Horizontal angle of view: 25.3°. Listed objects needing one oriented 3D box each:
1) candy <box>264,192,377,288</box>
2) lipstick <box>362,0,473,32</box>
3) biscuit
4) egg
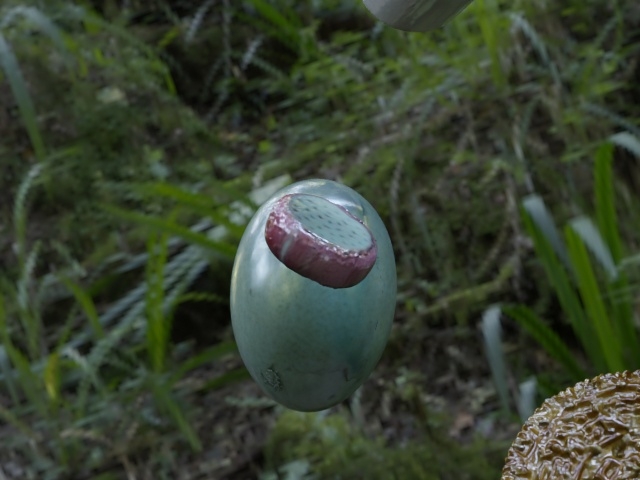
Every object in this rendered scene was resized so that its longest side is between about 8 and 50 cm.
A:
[{"bbox_3d":[0.000,0.000,1.249,0.043,0.103,0.103,-61,-9,22],"label":"candy"},{"bbox_3d":[0.102,-0.208,0.821,0.087,0.087,0.327,-22,-3,-16],"label":"lipstick"},{"bbox_3d":[0.317,0.255,1.350,0.305,0.305,0.038,-21,-32,-10],"label":"biscuit"},{"bbox_3d":[-0.007,0.055,1.446,0.169,0.237,0.169,0,-8,0],"label":"egg"}]
